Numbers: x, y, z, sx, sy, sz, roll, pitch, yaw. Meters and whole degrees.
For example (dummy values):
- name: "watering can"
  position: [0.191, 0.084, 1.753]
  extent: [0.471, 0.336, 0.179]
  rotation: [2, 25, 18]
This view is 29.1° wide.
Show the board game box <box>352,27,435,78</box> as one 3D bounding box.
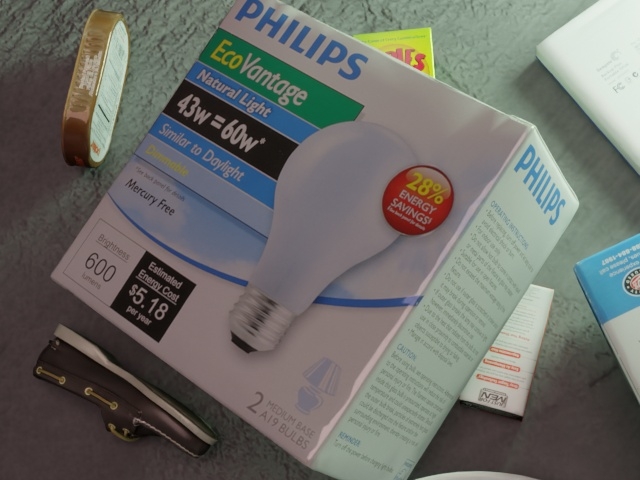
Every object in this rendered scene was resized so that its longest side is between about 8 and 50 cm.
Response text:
- name: "board game box"
  position: [0.088, -0.148, 1.404]
  extent: [0.092, 0.043, 0.181]
  rotation: [-5, 73, 6]

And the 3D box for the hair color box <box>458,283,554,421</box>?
- name: "hair color box"
  position: [0.198, 0.115, 1.313]
  extent: [0.072, 0.043, 0.141]
  rotation: [15, 75, 11]

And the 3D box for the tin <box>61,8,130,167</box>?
- name: "tin"
  position: [-0.258, -0.176, 1.423]
  extent: [0.040, 0.106, 0.189]
  rotation: [8, 75, 9]

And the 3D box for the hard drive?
- name: "hard drive"
  position: [0.421, -0.154, 1.366]
  extent: [0.210, 0.040, 0.318]
  rotation: [-35, 72, -4]

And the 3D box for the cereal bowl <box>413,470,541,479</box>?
- name: "cereal bowl"
  position: [0.142, 0.380, 1.145]
  extent: [0.339, 0.141, 0.339]
  rotation: [-6, 33, 4]

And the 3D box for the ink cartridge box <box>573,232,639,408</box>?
- name: "ink cartridge box"
  position: [0.413, 0.124, 1.180]
  extent: [0.223, 0.129, 0.307]
  rotation: [-25, 62, 8]

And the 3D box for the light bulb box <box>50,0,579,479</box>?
- name: "light bulb box"
  position: [0.000, 0.000, 1.226]
  extent: [0.358, 0.225, 0.361]
  rotation: [31, 86, 28]

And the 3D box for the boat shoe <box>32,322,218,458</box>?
- name: "boat shoe"
  position: [-0.212, 0.175, 1.330]
  extent: [0.228, 0.081, 0.068]
  rotation: [31, 82, 22]
